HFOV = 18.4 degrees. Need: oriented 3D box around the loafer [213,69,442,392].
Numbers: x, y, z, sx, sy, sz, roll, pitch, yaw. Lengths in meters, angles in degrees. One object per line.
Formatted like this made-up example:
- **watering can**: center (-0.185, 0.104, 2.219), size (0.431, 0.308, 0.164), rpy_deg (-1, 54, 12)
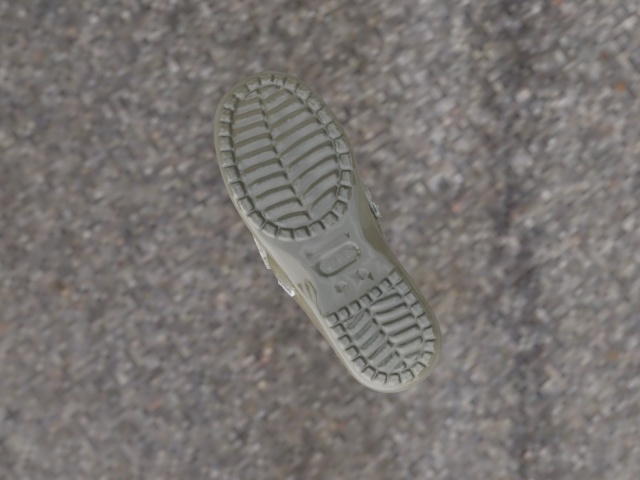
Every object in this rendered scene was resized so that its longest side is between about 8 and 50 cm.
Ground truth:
- **loafer**: center (0.000, 0.000, 0.806), size (0.050, 0.056, 0.148), rpy_deg (90, 156, -73)
